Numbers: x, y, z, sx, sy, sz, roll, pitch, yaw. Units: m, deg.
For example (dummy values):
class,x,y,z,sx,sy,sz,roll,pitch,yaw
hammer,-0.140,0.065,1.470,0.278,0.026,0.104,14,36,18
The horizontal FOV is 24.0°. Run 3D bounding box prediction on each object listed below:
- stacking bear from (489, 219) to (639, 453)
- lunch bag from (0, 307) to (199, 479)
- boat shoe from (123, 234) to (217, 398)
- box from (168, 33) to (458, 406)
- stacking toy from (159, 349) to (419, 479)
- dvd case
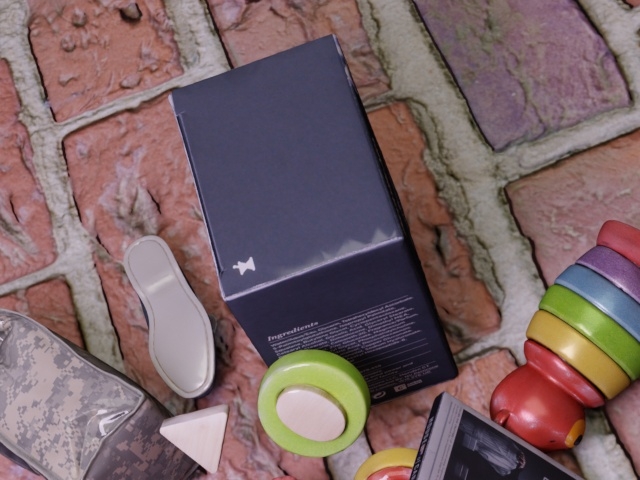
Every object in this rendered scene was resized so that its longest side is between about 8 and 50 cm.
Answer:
class,x,y,z,sx,sy,sz,roll,pitch,yaw
stacking bear,0.318,0.133,1.806,0.164,0.175,0.289,37,85,26
lunch bag,-0.322,0.217,1.881,0.287,0.235,0.169,31,77,27
boat shoe,-0.192,0.109,1.995,0.095,0.079,0.254,-32,57,0
box,0.000,0.000,1.817,0.212,0.395,0.293,-20,60,5
stacking toy,-0.029,0.294,1.720,0.309,0.279,0.130,-26,18,16
dvd case,0.210,0.301,1.703,0.238,0.029,0.179,32,47,-10
